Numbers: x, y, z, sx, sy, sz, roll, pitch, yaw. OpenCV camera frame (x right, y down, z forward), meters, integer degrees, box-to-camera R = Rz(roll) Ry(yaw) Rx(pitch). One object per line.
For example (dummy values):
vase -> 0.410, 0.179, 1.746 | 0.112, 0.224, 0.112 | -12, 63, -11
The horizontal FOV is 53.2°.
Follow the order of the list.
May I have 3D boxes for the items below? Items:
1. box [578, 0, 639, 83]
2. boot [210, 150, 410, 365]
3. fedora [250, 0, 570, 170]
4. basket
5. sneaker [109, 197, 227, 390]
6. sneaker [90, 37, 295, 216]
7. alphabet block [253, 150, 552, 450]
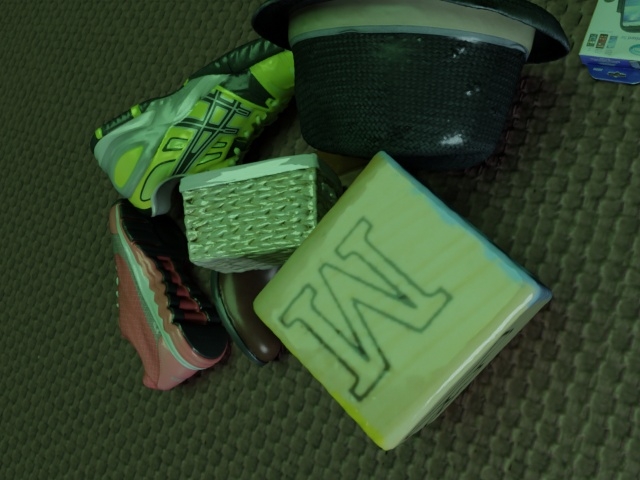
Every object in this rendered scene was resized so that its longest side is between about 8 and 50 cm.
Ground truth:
box -> 0.335, -0.237, 0.682 | 0.081, 0.028, 0.136 | 19, 86, 34
boot -> 0.000, 0.000, 0.813 | 0.280, 0.096, 0.264 | -19, 62, 17
fedora -> 0.079, -0.157, 0.674 | 0.334, 0.334, 0.152 | 10, 95, 33
basket -> -0.064, -0.025, 0.734 | 0.167, 0.113, 0.103 | -8, 78, 16
sneaker -> -0.256, 0.072, 0.916 | 0.136, 0.116, 0.314 | -42, 58, 20
sneaker -> -0.132, -0.168, 0.907 | 0.385, 0.145, 0.147 | -27, 95, 15
alphabet block -> 0.089, 0.059, 0.642 | 0.193, 0.192, 0.197 | 45, 101, 22
